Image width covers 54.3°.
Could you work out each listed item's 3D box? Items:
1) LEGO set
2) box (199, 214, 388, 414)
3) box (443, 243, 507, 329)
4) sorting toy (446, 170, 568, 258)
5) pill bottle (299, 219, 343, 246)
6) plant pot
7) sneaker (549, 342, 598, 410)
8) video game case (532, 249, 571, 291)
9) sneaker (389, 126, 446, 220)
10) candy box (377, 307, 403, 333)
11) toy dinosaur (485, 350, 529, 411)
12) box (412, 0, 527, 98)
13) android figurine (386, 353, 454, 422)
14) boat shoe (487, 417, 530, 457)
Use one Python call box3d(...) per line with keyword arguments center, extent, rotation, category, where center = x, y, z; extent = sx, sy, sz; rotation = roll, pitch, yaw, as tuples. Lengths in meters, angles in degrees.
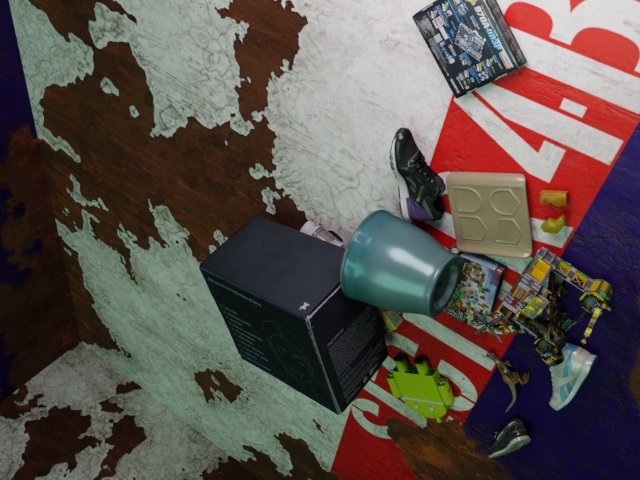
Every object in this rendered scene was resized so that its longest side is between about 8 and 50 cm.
box3d(center=(0.555, 0.195, 1.586), extent=(0.255, 0.192, 0.331), rotation=(42, 140, 7), category="LEGO set")
box3d(center=(-0.077, 0.234, 2.037), extent=(0.480, 0.297, 0.472), rotation=(21, 144, 36), category="box")
box3d(center=(0.427, 0.138, 1.786), extent=(0.159, 0.044, 0.233), rotation=(25, 135, 25), category="box")
box3d(center=(0.477, -0.065, 1.590), extent=(0.307, 0.041, 0.229), rotation=(7, 121, 37), category="sorting toy")
box3d(center=(0.000, 0.000, 2.025), extent=(0.137, 0.078, 0.078), rotation=(38, 139, 11), category="pill bottle")
box3d(center=(0.235, 0.084, 1.723), extent=(0.255, 0.271, 0.272), rotation=(24, 135, 31), category="plant pot")
box3d(center=(0.682, 0.378, 1.733), extent=(0.092, 0.087, 0.229), rotation=(33, 131, 27), category="sneaker")
box3d(center=(0.589, 0.088, 1.630), extent=(0.087, 0.011, 0.122), rotation=(28, 136, 21), category="video game case")
box3d(center=(0.270, -0.173, 1.645), extent=(0.124, 0.107, 0.283), rotation=(8, 135, 31), category="sneaker")
box3d(center=(0.174, 0.223, 2.071), extent=(0.187, 0.053, 0.109), rotation=(49, 140, -4), category="candy box")
box3d(center=(0.574, 0.420, 1.885), extent=(0.211, 0.064, 0.112), rotation=(64, 156, -5), category="toy dinosaur")
box3d(center=(0.330, -0.451, 1.395), extent=(0.175, 0.051, 0.220), rotation=(-20, 107, 48), category="box")
box3d(center=(0.347, 0.514, 2.153), extent=(0.248, 0.056, 0.273), rotation=(-1, 119, 42), category="android figurine")
box3d(center=(0.606, 0.649, 2.033), extent=(0.233, 0.084, 0.079), rotation=(107, 151, -53), category="boat shoe")
